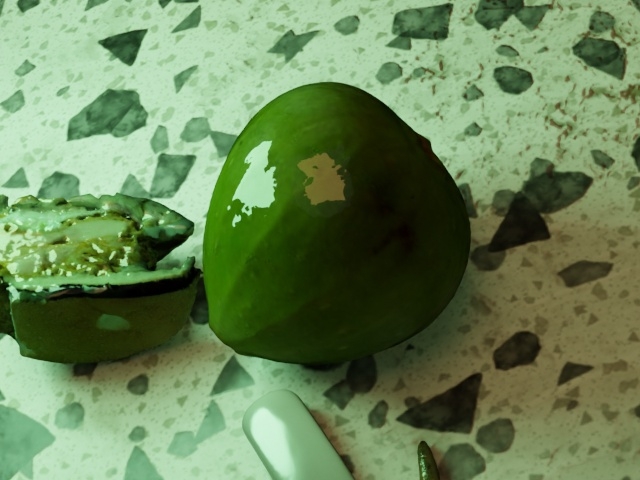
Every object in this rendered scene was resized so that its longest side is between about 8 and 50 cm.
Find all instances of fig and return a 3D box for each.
[{"bbox_3d":[0.000,0.000,1.554,0.316,0.316,0.316,-10,52,13],"label":"fig"}]

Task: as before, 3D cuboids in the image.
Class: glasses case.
[{"bbox_3d":[-0.018,0.237,1.529,0.074,0.049,0.193,-34,52,-6],"label":"glasses case"}]

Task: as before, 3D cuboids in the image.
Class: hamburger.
[{"bbox_3d":[-0.288,0.048,1.693,0.288,0.192,0.168,-1,57,-12],"label":"hamburger"}]

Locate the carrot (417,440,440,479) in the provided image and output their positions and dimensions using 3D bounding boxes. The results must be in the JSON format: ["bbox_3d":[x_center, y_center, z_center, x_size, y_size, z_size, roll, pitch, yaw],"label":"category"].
[{"bbox_3d":[0.121,0.305,1.437,0.049,0.049,0.254,-16,47,8],"label":"carrot"}]
